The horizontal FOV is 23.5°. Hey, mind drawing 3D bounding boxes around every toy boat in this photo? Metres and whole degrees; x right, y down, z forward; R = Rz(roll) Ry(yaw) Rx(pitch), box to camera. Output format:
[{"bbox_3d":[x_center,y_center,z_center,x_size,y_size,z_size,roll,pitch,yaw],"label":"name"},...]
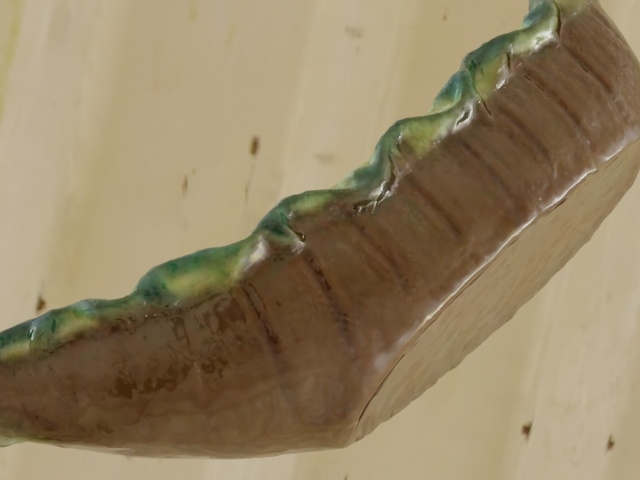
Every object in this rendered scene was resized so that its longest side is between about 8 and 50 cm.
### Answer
[{"bbox_3d":[0.005,0.008,0.499,0.293,0.108,0.099,-31,-118,-28],"label":"toy boat"}]
